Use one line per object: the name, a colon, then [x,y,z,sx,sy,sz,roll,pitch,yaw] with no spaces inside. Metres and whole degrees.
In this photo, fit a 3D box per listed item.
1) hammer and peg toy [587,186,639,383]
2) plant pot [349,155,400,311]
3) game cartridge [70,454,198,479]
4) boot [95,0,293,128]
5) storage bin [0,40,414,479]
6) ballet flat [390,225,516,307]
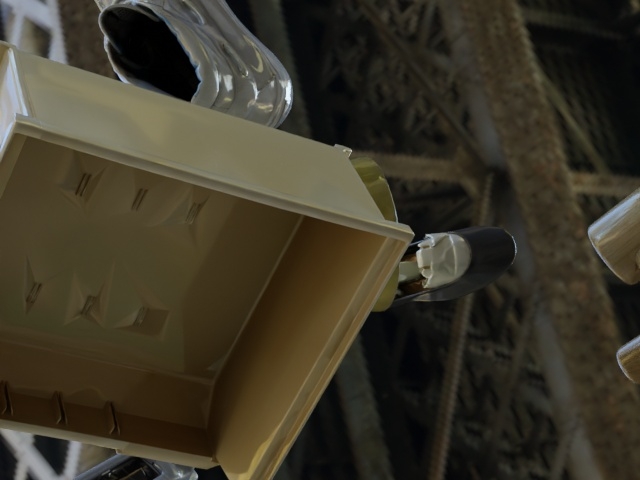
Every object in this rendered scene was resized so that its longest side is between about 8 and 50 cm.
hammer and peg toy: [0.316,0.150,1.135,0.361,0.127,0.266,45,-155,-19]
plant pot: [0.000,0.000,1.238,0.095,0.134,0.134,-7,-112,-17]
game cartridge: [-0.228,0.286,1.216,0.060,0.196,0.294,34,-151,21]
boot: [-0.136,-0.183,1.185,0.258,0.095,0.123,43,-163,28]
storage bin: [-0.126,0.037,0.947,0.262,0.260,0.123,15,-152,-28]
ballet flat: [0.102,0.031,1.507,0.074,0.203,0.074,32,-130,-48]
